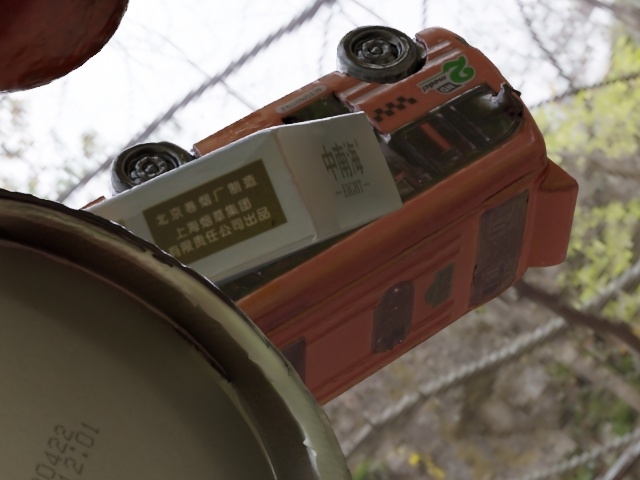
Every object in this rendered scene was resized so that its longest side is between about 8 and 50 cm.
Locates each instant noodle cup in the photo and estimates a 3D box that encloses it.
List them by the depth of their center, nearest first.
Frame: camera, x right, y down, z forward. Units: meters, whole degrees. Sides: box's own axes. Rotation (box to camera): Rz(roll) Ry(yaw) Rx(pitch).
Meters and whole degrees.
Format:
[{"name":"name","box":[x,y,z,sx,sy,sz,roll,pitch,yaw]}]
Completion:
[{"name":"instant noodle cup","box":[-0.101,0.100,0.447,0.213,0.213,0.174,4,-45,-47]}]

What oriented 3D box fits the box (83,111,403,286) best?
[{"name":"box","box":[-0.091,0.004,0.923,0.243,0.067,0.155,-22,-2,20]}]

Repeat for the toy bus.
[{"name":"toy bus","box":[0.000,0.000,1.370,0.427,0.233,0.203,-30,-35,-26]}]

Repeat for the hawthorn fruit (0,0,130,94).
[{"name":"hawthorn fruit","box":[-0.268,-0.209,1.046,0.307,0.265,0.265,-20,-46,-19]}]
